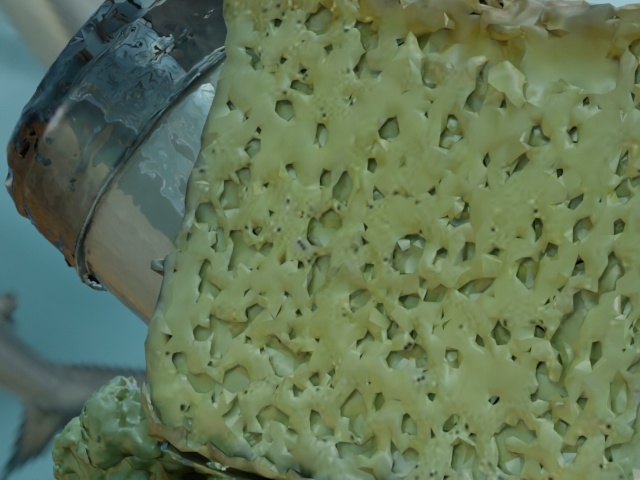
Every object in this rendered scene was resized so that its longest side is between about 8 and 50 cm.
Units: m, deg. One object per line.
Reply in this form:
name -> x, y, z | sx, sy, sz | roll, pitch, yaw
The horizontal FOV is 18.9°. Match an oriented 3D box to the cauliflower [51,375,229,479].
cauliflower -> -0.083, 0.202, 1.162 | 0.327, 0.260, 0.281 | 16, -10, 38

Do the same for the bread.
bread -> 0.102, 0.005, 0.860 | 0.279, 0.248, 0.315 | 12, -2, 17

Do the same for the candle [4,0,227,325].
candle -> 0.000, 0.000, 1.087 | 0.342, 0.221, 0.221 | 42, 3, 14
